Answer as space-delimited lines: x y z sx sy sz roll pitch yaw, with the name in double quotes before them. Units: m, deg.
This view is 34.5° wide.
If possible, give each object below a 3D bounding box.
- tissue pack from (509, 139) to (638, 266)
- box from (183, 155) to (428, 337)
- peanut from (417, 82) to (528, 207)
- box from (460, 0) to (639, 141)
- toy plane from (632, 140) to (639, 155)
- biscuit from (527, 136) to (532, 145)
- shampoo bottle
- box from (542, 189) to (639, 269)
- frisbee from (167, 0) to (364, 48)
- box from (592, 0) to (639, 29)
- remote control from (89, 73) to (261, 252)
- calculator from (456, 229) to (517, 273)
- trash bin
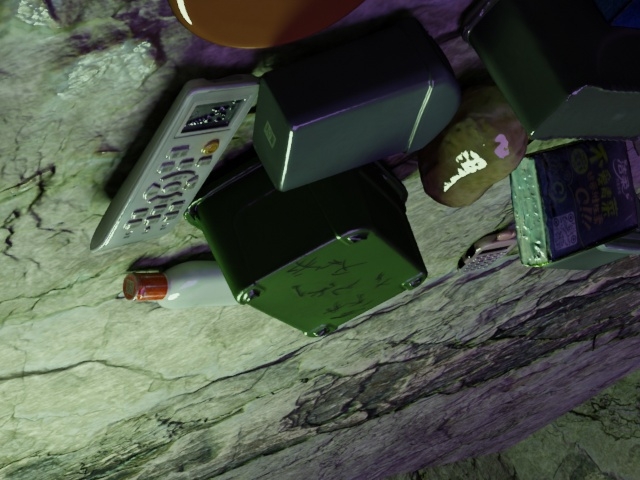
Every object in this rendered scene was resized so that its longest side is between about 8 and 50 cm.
"tissue pack" 0.396 -0.069 1.608 0.236 0.173 0.073 -18 -170 -38
"box" 0.000 0.000 1.422 0.253 0.177 0.329 -31 156 13
"peanut" 0.209 -0.127 1.413 0.129 0.129 0.224 -10 160 -29
"box" 0.319 -0.217 1.256 0.274 0.178 0.138 -4 150 -36
"toy plane" 0.645 -0.207 1.708 0.286 0.092 0.108 -16 -179 -21
"biscuit" 0.357 -0.178 1.546 0.183 0.039 0.174 4 143 -45
"shampoo bottle" -0.191 0.067 1.544 0.221 0.051 0.108 -1 150 -43
"box" 0.470 -0.030 1.831 0.135 0.163 0.243 -30 159 37
"frisbee" -0.031 -0.272 1.018 0.251 0.021 0.251 -18 156 -8
"box" 0.472 -0.360 1.170 0.279 0.116 0.261 -3 148 -37
"remote control" -0.183 -0.091 1.226 0.109 0.055 0.313 -14 153 -44
"calculator" 0.317 0.019 1.947 0.103 0.024 0.166 -9 155 -28
"trash bin" 0.046 -0.158 1.204 0.236 0.101 0.176 -22 160 -17
